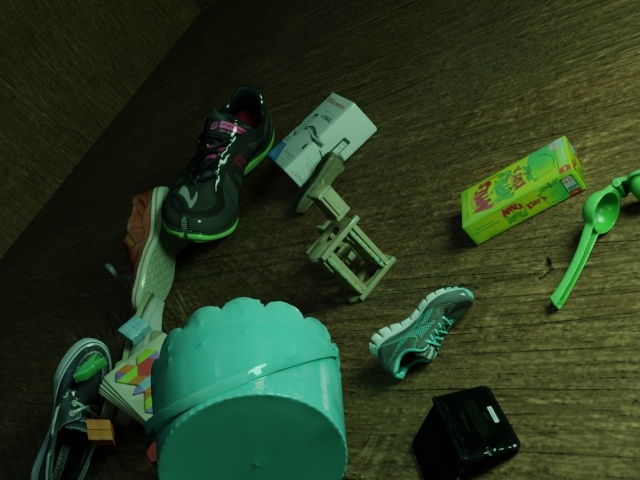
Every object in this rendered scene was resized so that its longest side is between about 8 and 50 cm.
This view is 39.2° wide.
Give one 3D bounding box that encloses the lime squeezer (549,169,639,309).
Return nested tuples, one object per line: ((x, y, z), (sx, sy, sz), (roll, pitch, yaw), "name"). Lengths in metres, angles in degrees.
((0.399, -0.044, 1.129), (0.310, 0.059, 0.110), (-36, 26, 13), "lime squeezer")

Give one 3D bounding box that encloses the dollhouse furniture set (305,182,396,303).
((0.000, 0.000, 1.485), (0.101, 0.182, 0.161), (-50, 27, -14), "dollhouse furniture set")

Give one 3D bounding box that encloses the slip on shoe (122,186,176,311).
((-0.392, 0.024, 2.019), (0.101, 0.123, 0.331), (-11, 54, 14), "slip on shoe")

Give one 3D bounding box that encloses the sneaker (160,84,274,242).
((-0.238, -0.185, 2.044), (0.185, 0.202, 0.482), (10, 46, 8), "sneaker")

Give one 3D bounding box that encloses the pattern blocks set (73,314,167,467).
((-0.281, 0.244, 1.542), (0.325, 0.026, 0.285), (15, 50, 32), "pattern blocks set")

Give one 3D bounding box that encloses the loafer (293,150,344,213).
((-0.002, -0.108, 1.811), (0.148, 0.050, 0.056), (-54, 20, 15), "loafer")

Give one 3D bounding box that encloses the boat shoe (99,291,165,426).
((-0.330, 0.228, 1.703), (0.302, 0.103, 0.113), (-82, 13, -47), "boat shoe")

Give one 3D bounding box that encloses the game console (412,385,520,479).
((0.171, 0.243, 1.071), (0.107, 0.071, 0.122), (-12, 28, -5), "game console")

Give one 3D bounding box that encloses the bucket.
((-0.096, 0.234, 1.190), (0.281, 0.281, 0.183), (-37, 29, 13), "bucket")

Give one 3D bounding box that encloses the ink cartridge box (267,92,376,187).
((0.002, -0.209, 1.911), (0.203, 0.086, 0.148), (-44, 25, 0), "ink cartridge box")

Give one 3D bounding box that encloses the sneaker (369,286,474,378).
((0.148, 0.132, 1.235), (0.166, 0.065, 0.076), (-39, 42, 16), "sneaker")

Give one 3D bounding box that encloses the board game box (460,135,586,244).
((0.297, -0.074, 1.333), (0.181, 0.043, 0.092), (-30, 29, 26), "board game box")

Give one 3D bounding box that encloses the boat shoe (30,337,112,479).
((-0.445, 0.328, 1.641), (0.102, 0.108, 0.301), (-4, 65, 57), "boat shoe")

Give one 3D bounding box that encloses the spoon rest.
((-0.376, 0.015, 2.144), (0.276, 0.084, 0.137), (-35, 25, -15), "spoon rest")
